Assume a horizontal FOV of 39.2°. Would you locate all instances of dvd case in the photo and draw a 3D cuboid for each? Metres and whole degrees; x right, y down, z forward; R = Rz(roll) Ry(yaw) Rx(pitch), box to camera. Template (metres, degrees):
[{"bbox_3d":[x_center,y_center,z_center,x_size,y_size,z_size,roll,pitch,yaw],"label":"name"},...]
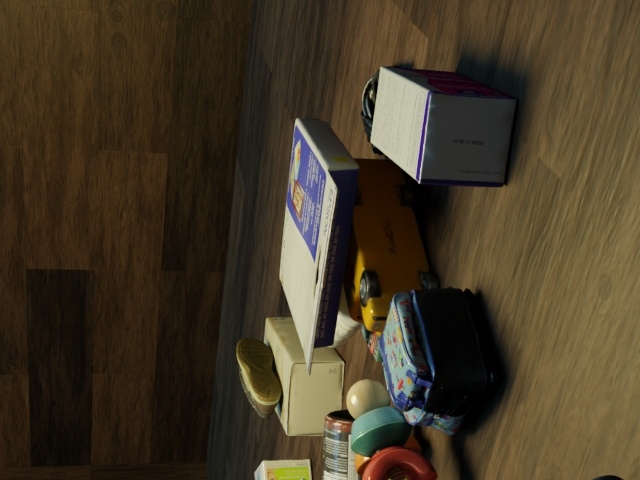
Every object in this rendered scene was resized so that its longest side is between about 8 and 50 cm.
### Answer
[{"bbox_3d":[0.092,0.143,1.562,0.119,0.013,0.087,-120,34,-64],"label":"dvd case"}]

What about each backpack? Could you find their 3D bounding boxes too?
[{"bbox_3d":[0.139,0.163,1.151,0.173,0.117,0.158,103,163,-49],"label":"backpack"}]

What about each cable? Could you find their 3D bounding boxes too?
[{"bbox_3d":[0.110,-0.212,1.480,0.184,0.047,0.150,-152,59,-72],"label":"cable"}]

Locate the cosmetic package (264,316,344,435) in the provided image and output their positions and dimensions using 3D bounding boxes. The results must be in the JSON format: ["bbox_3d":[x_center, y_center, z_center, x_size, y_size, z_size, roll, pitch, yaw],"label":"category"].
[{"bbox_3d":[-0.043,0.280,1.905,0.309,0.113,0.160,-138,51,-74],"label":"cosmetic package"}]

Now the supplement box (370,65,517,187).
[{"bbox_3d":[0.149,-0.150,1.145,0.220,0.111,0.114,-126,40,-68],"label":"supplement box"}]

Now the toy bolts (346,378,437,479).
[{"bbox_3d":[0.052,0.300,1.247,0.228,0.218,0.158,99,156,-56],"label":"toy bolts"}]

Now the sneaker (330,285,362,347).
[{"bbox_3d":[0.061,0.024,1.565,0.169,0.108,0.292,-45,39,50],"label":"sneaker"}]

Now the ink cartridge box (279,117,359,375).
[{"bbox_3d":[0.000,0.000,1.394,0.307,0.072,0.303,-118,32,-61],"label":"ink cartridge box"}]

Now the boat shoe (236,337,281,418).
[{"bbox_3d":[-0.135,0.286,1.876,0.223,0.080,0.073,-121,40,-58],"label":"boat shoe"}]

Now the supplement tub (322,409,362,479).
[{"bbox_3d":[0.056,0.387,1.493,0.106,0.106,0.197,-172,83,-76],"label":"supplement tub"}]

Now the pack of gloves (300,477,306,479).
[{"bbox_3d":[-0.010,0.603,1.811,0.232,0.046,0.195,77,-168,-52],"label":"pack of gloves"}]

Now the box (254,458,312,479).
[{"bbox_3d":[-0.077,0.602,2.002,0.103,0.114,0.203,117,151,-58],"label":"box"}]

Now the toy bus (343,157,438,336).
[{"bbox_3d":[0.088,0.011,1.386,0.130,0.108,0.332,106,160,-47],"label":"toy bus"}]

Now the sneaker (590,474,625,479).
[{"bbox_3d":[0.228,0.334,0.787,0.153,0.099,0.282,-116,36,-52],"label":"sneaker"}]
